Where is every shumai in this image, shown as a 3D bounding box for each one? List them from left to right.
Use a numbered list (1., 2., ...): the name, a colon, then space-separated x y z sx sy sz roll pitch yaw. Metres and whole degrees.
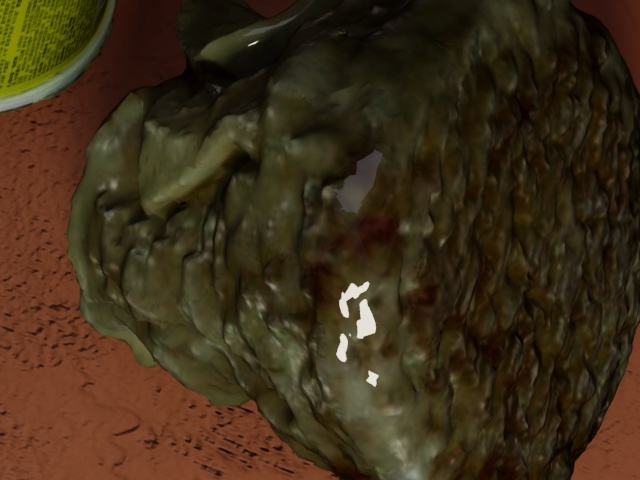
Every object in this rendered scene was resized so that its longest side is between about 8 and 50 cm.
1. shumai: 0.000 0.000 1.261 0.348 0.395 0.395 3 59 29

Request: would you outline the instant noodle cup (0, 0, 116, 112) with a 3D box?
1. instant noodle cup: -0.258 -0.274 1.374 0.311 0.221 0.311 13 54 -18
